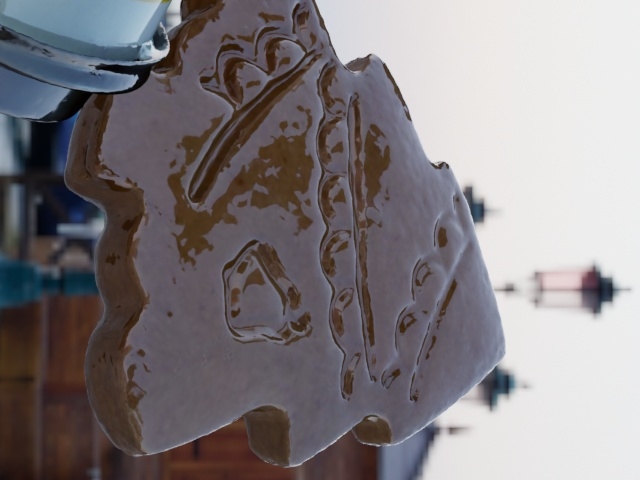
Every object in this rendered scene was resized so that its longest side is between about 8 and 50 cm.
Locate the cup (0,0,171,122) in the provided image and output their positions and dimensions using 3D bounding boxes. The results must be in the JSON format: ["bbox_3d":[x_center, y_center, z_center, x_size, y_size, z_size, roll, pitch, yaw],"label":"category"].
[{"bbox_3d":[-0.091,-0.194,0.702,0.279,0.196,0.196,-54,-166,14],"label":"cup"}]

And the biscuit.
[{"bbox_3d":[0.000,0.000,0.959,0.043,0.306,0.284,-12,-121,43],"label":"biscuit"}]
